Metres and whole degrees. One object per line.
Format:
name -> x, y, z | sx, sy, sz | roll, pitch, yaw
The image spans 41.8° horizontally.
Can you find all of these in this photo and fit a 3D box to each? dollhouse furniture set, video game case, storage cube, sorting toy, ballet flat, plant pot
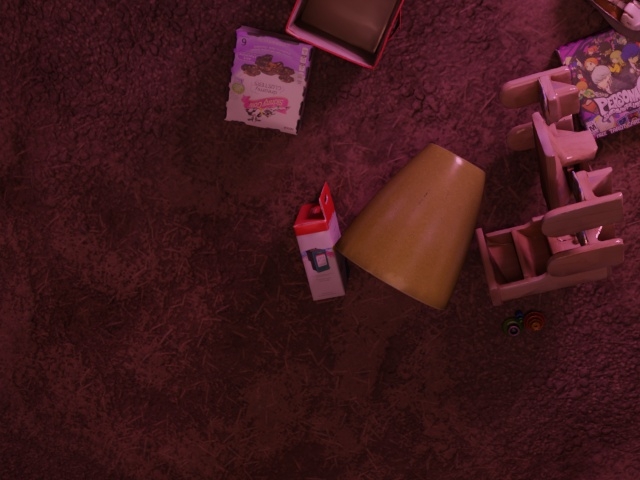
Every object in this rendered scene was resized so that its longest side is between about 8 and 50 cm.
dollhouse furniture set -> 0.432, -0.070, 1.695 | 0.256, 0.362, 0.394 | -14, 140, 10
video game case -> 0.628, -0.340, 1.721 | 0.232, 0.042, 0.210 | -20, 107, 14
storage cube -> 0.060, -0.469, 1.649 | 0.215, 0.193, 0.184 | 22, 113, -4
sorting toy -> 0.473, 0.197, 1.955 | 0.102, 0.042, 0.061 | -24, 108, 15
ballet flat -> 0.582, -0.458, 1.636 | 0.213, 0.068, 0.072 | 40, 102, 7
plant pot -> 0.220, -0.047, 1.785 | 0.274, 0.275, 0.294 | 29, 96, -6

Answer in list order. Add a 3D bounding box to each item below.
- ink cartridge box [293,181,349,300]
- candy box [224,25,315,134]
ink cartridge box -> 0.000, 0.000, 1.876 | 0.078, 0.134, 0.231 | -11, 110, 11
candy box -> -0.107, -0.340, 1.784 | 0.164, 0.070, 0.196 | 11, 112, 1
